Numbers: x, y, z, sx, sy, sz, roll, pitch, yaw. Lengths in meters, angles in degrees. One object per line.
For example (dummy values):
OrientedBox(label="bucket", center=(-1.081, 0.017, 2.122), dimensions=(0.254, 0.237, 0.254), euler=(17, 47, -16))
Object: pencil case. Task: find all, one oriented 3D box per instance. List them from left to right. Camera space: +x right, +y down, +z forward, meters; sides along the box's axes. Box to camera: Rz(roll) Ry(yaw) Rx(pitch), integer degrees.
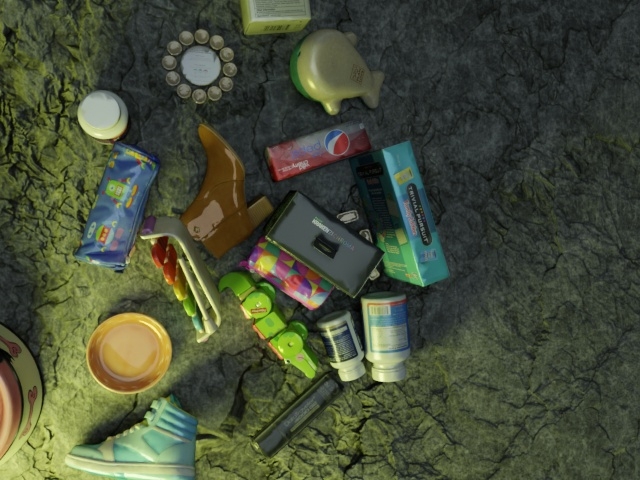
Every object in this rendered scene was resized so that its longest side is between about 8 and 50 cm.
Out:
OrientedBox(label="pencil case", center=(-0.469, -0.075, 1.440), dimensions=(0.133, 0.119, 0.306), euler=(18, 88, 11))
OrientedBox(label="pencil case", center=(-0.085, 0.086, 1.549), dimensions=(0.236, 0.104, 0.104), euler=(32, 85, -8))

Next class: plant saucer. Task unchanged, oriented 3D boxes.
OrientedBox(label="plant saucer", center=(-0.466, 0.273, 1.501), dimensions=(0.200, 0.037, 0.200), euler=(-1, 94, -14))

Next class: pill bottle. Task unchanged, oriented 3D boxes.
OrientedBox(label="pill bottle", center=(-0.489, -0.279, 1.389), dimensions=(0.108, 0.193, 0.108), euler=(-1, 93, -14))
OrientedBox(label="pill bottle", center=(0.059, 0.276, 1.605), dimensions=(0.094, 0.094, 0.169), euler=(-21, 97, -12))
OrientedBox(label="pill bottle", center=(0.173, 0.252, 1.618), dimensions=(0.124, 0.124, 0.222), euler=(-6, 95, -14))

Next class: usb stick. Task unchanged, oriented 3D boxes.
OrientedBox(label="usb stick", center=(-0.058, 0.457, 1.610), dimensions=(0.278, 0.045, 0.077), euler=(-41, 94, -9))

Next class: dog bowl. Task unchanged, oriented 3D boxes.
OrientedBox(label="dog bowl", center=(-0.843, 0.364, 1.352), dimensions=(0.408, 0.150, 0.408), euler=(-1, 92, -14))

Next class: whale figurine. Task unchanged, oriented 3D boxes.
OrientedBox(label="whale figurine", center=(0.040, -0.425, 1.568), dimensions=(0.272, 0.141, 0.216), euler=(12, 90, -39))

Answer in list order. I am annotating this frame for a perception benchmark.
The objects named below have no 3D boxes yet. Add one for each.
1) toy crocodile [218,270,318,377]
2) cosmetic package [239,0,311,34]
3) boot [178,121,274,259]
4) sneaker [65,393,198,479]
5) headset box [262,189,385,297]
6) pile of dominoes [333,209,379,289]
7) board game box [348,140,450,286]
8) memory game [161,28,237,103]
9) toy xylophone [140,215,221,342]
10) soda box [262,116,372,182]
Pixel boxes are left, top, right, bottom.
OrientedBox(label="toy crocodile", center=(-0.122, 0.210, 1.548), dimensions=(0.105, 0.115, 0.340), euler=(-37, 99, 9))
OrientedBox(label="cosmetic package", center=(-0.127, -0.679, 1.506), dimensions=(0.160, 0.113, 0.309), euler=(-7, 94, -14))
OrientedBox(label="boot", center=(-0.271, -0.116, 1.499), dimensions=(0.211, 0.104, 0.295), euler=(-38, 105, -10))
OrientedBox(label="sneaker", center=(-0.441, 0.472, 1.487), dimensions=(0.319, 0.127, 0.208), euler=(4, 63, 5))
OrientedBox(label="headset box", center=(0.000, 0.000, 1.458), dimensions=(0.246, 0.283, 0.131), euler=(35, 90, -9))
OrientedBox(label="pile of dominoes", center=(0.017, 0.039, 1.626), dimensions=(0.251, 0.040, 0.196), euler=(-16, 97, -5))
OrientedBox(label="board game box", center=(0.192, -0.066, 1.541), dimensions=(0.079, 0.254, 0.336), euler=(-19, 97, -14))
OrientedBox(label="memory game", center=(-0.300, -0.433, 1.525), dimensions=(0.186, 0.012, 0.186), euler=(-1, 93, -14))
OrientedBox(label="toy xylophone", center=(-0.312, 0.090, 1.418), dimensions=(0.081, 0.236, 0.323), euler=(-23, 106, -1))
OrientedBox(label="soda box", center=(-0.009, -0.231, 1.571), dimensions=(0.263, 0.083, 0.092), euler=(-20, 96, -12))
